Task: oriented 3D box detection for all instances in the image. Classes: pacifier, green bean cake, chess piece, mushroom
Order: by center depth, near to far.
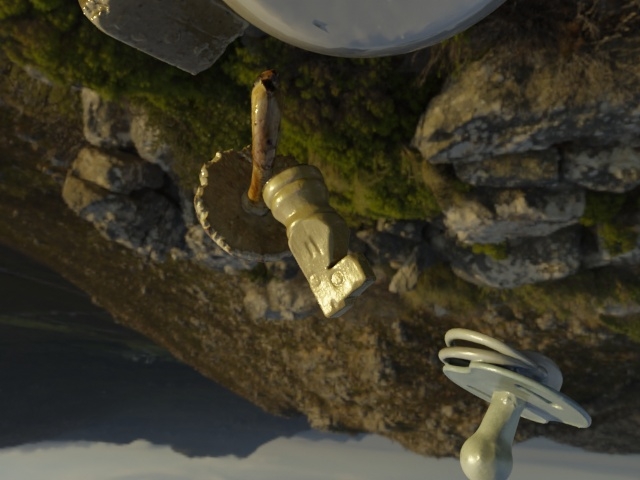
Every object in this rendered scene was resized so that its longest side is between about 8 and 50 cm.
[{"bbox_3d":[-0.183,-0.281,0.709,0.109,0.085,0.179,-36,155,24],"label":"green bean cake"},{"bbox_3d":[0.000,0.000,0.802,0.090,0.200,0.090,-22,155,-11],"label":"chess piece"},{"bbox_3d":[0.297,0.297,1.017,0.244,0.233,0.299,24,163,-1],"label":"pacifier"},{"bbox_3d":[-0.128,-0.107,1.032,0.207,0.233,0.302,-5,150,16],"label":"mushroom"}]

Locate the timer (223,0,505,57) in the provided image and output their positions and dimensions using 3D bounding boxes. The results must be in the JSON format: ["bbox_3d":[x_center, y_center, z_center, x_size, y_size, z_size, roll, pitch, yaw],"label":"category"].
[{"bbox_3d":[0.026,-0.282,0.390,0.285,0.285,0.285,5,162,1],"label":"timer"}]
